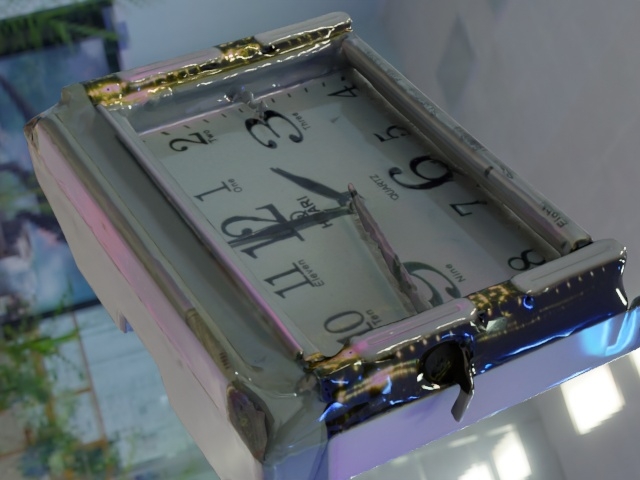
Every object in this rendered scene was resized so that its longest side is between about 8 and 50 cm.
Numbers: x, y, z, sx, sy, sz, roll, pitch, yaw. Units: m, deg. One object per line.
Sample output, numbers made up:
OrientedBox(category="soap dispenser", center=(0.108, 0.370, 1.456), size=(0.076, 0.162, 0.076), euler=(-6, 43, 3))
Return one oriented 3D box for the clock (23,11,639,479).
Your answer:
OrientedBox(category="clock", center=(0.000, 0.000, 0.567), size=(0.253, 0.186, 0.083), euler=(48, -32, 42))
